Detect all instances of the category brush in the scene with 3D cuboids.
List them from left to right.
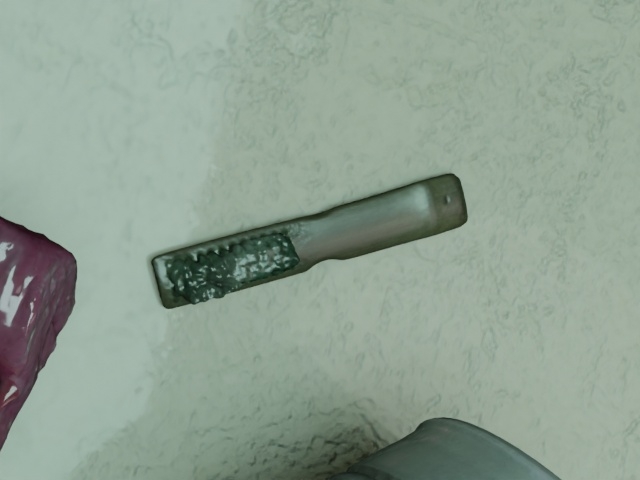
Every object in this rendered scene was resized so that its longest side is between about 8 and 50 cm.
[{"bbox_3d":[0.000,0.000,0.839,0.190,0.027,0.034,-15,102,-19],"label":"brush"}]

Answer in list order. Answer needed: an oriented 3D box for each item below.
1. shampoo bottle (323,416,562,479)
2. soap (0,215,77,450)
[{"bbox_3d":[0.047,0.250,0.748,0.266,0.273,0.273,-43,107,-17],"label":"shampoo bottle"},{"bbox_3d":[-0.310,0.015,0.675,0.359,0.128,0.233,35,84,-19],"label":"soap"}]
